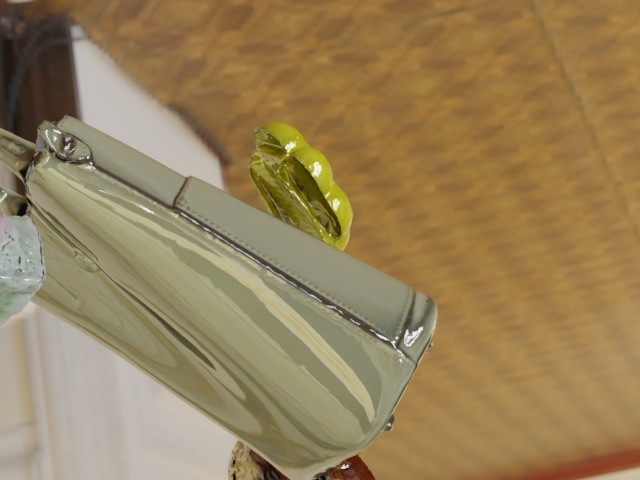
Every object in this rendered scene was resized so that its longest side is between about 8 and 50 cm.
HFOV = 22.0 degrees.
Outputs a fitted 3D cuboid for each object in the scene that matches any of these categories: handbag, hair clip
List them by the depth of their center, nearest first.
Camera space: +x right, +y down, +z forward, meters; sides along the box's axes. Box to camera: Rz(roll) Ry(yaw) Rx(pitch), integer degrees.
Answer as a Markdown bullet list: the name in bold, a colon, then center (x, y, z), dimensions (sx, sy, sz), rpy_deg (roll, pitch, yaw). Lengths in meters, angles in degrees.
- **handbag**: center (-0.103, 0.024, 0.943), dimensions (0.315, 0.109, 0.241), rpy_deg (27, 158, -6)
- **hair clip**: center (0.000, 0.000, 1.081), dimensions (0.046, 0.173, 0.072), rpy_deg (-31, -160, -26)

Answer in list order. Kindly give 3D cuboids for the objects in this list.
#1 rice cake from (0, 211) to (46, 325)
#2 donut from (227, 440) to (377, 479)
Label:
- **rice cake**: center (-0.185, 0.060, 0.669), dimensions (0.034, 0.043, 0.211), rpy_deg (26, 125, -38)
- **donut**: center (-0.016, 0.198, 1.332), dimensions (0.140, 0.140, 0.059), rpy_deg (10, 136, -45)
